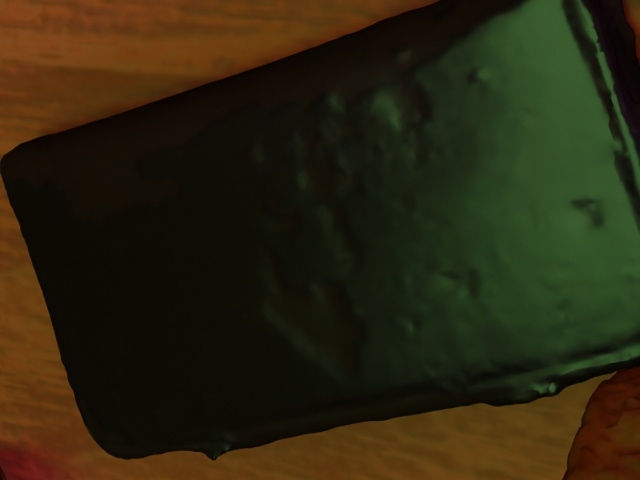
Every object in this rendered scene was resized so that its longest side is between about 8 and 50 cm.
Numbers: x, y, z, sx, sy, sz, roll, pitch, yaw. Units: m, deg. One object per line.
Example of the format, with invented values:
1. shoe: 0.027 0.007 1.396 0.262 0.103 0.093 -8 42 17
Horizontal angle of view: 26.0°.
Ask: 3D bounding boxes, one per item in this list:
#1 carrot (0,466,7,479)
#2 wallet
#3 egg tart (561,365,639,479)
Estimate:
1. carrot: -0.187 0.243 0.751 0.159 0.159 0.225 -15 115 33
2. wallet: 0.000 0.000 0.591 0.309 0.042 0.165 -15 99 32
3. egg tart: 0.173 0.135 0.455 0.147 0.202 0.203 -7 105 27
